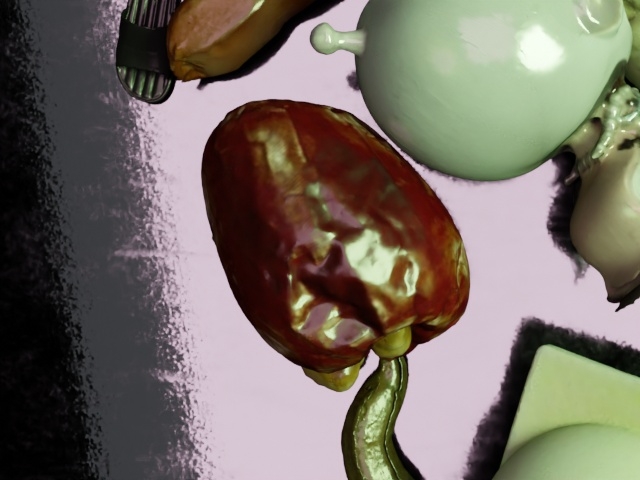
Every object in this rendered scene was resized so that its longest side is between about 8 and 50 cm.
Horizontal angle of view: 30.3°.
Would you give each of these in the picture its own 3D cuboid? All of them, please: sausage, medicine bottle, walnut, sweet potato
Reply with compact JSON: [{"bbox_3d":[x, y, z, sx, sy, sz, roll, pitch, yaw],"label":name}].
[{"bbox_3d":[-0.017,-0.281,1.143,0.348,0.097,0.094,-38,78,7],"label":"sausage"},{"bbox_3d":[0.235,0.314,1.025,0.236,0.236,0.406,16,99,6],"label":"medicine bottle"},{"bbox_3d":[0.000,0.000,1.109,0.222,0.244,0.269,-22,80,-31],"label":"walnut"},{"bbox_3d":[0.065,0.228,1.168,0.081,0.062,0.233,-11,87,-8],"label":"sweet potato"}]

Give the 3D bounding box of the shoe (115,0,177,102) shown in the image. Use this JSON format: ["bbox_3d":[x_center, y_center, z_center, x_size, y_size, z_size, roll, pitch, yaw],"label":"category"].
[{"bbox_3d":[-0.174,-0.220,1.186,0.062,0.053,0.159,8,90,3],"label":"shoe"}]

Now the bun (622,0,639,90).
[{"bbox_3d":[0.395,-0.225,1.066,0.259,0.160,0.259,0,89,8],"label":"bun"}]

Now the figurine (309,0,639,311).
[{"bbox_3d":[0.189,-0.132,1.036,0.361,0.211,0.253,41,134,7],"label":"figurine"}]
